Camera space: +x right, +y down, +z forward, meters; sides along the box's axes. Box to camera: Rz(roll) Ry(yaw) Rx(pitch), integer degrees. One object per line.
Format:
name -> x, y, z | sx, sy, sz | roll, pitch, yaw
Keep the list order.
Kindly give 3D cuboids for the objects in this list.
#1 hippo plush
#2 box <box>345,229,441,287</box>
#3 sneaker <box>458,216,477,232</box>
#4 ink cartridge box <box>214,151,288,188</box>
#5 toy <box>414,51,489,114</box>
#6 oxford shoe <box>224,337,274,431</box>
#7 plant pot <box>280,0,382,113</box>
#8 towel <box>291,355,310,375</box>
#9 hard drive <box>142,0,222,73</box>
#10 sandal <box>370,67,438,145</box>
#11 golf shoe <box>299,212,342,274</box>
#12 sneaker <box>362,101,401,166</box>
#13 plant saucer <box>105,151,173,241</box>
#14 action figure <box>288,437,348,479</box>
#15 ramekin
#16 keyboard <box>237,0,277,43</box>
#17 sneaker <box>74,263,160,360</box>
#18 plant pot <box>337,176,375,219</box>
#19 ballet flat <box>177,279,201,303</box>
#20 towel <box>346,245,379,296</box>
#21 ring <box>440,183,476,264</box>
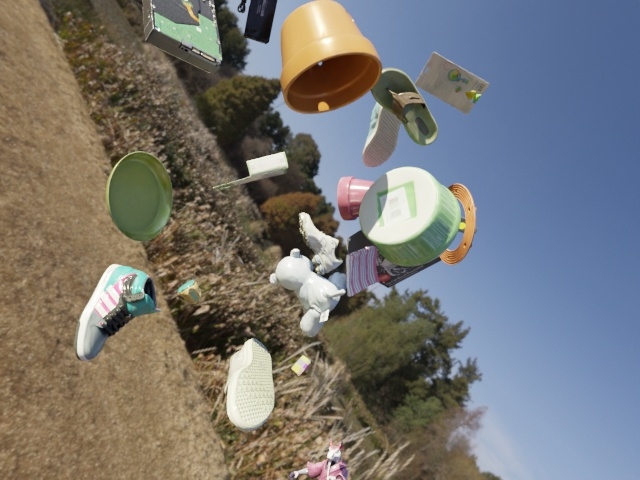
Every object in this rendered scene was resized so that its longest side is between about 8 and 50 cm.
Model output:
hippo plush -> -0.060, 0.172, 1.362 | 0.237, 0.234, 0.294 | 34, 9, 6
box -> 0.357, 0.043, 1.966 | 0.313, 0.343, 0.178 | 30, 39, -36
sneaker -> 0.654, -0.078, 1.930 | 0.209, 0.069, 0.082 | 24, -1, 36
ink cartridge box -> -0.223, -0.216, 1.281 | 0.171, 0.235, 0.056 | -152, -132, -82
toy -> 0.497, -0.597, 1.523 | 0.237, 0.056, 0.137 | 32, -45, 1
oxford shoe -> -0.243, 0.472, 1.305 | 0.169, 0.130, 0.449 | 50, 3, -13
plant pot -> 0.008, -0.528, 1.151 | 0.291, 0.291, 0.203 | 87, -14, -82
towel -> -0.088, 0.567, 1.825 | 0.060, 0.083, 0.009 | 27, -23, 41
hard drive -> -0.443, -0.718, 1.286 | 0.237, 0.064, 0.338 | 9, 59, -45
sandal -> 0.283, -0.423, 1.277 | 0.303, 0.120, 0.086 | 40, 16, -23
golf shoe -> 0.000, 0.000, 1.049 | 0.069, 0.086, 0.176 | -122, -169, -71
sneaker -> 0.274, -0.491, 1.758 | 0.365, 0.135, 0.150 | 111, -16, -47
plant saucer -> -0.491, -0.118, 1.087 | 0.241, 0.037, 0.240 | 4, 90, -73
action figure -> 0.043, 0.940, 1.495 | 0.276, 0.370, 0.248 | 29, -20, -30
ramekin -> 0.269, -0.083, 1.273 | 0.148, 0.303, 0.303 | 32, 18, -47
keyboard -> -0.184, -0.679, 1.165 | 0.023, 0.108, 0.180 | 46, -55, 55
sneaker -> -0.570, 0.212, 1.176 | 0.123, 0.179, 0.295 | 87, 9, -59
plant pot -> 0.190, -0.192, 1.827 | 0.201, 0.180, 0.201 | 0, 90, -69
ballet flat -> -0.466, 0.191, 1.442 | 0.073, 0.080, 0.232 | 59, -16, -8
towel -> 0.149, 0.103, 1.412 | 0.197, 0.029, 0.144 | -16, 105, -53
ring -> 0.555, -0.066, 1.664 | 0.336, 0.032, 0.336 | -178, -90, -80
